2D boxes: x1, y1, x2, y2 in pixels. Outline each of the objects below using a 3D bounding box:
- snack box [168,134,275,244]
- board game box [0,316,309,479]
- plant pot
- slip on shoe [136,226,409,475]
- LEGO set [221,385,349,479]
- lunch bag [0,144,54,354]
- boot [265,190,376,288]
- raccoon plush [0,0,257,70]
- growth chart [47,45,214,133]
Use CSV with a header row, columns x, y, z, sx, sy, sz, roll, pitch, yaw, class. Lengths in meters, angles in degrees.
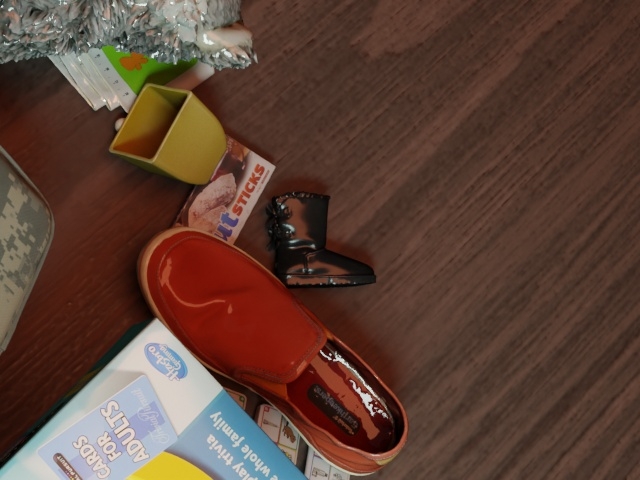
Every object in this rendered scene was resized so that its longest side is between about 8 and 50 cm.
x,y,z,sx,sy,sz,roll,pitch,yaw,class
-0.114,-0.018,1.257,0.064,0.022,0.178,33,70,-16,snack box
-0.154,0.261,0.858,0.254,0.079,0.336,48,67,-8,board game box
-0.143,-0.098,1.226,0.083,0.081,0.081,37,76,-42,plant pot
-0.039,0.105,1.204,0.331,0.101,0.123,44,66,-9,slip on shoe
-0.065,0.281,1.203,0.182,0.060,0.244,24,53,-22,LEGO set
-0.399,0.045,0.973,0.212,0.256,0.305,50,39,-37,lunch bag
0.000,0.000,1.289,0.121,0.045,0.099,0,81,-18,boot
-0.280,-0.195,1.151,0.299,0.446,0.216,42,23,-41,raccoon plush
-0.220,-0.227,1.252,0.237,0.021,0.172,46,67,-10,growth chart
